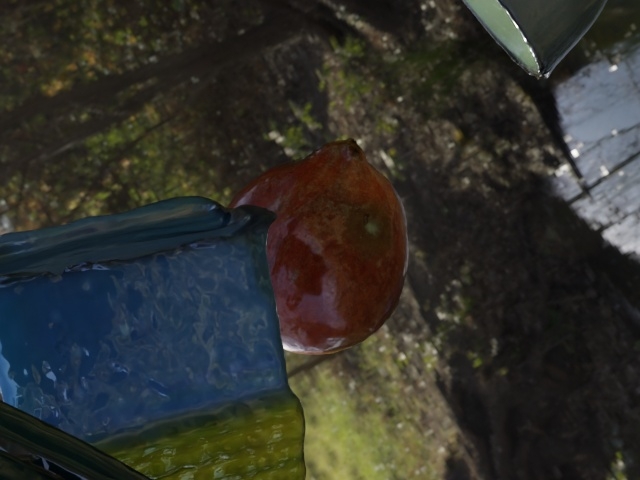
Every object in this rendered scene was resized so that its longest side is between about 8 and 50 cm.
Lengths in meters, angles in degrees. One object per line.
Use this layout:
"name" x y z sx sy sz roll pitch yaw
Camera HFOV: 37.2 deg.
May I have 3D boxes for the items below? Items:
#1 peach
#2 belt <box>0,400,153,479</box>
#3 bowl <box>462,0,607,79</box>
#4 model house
"peach" 0.000 0.000 1.121 0.232 0.232 0.256 53 139 44
"belt" -0.135 0.189 0.216 0.436 0.173 0.300 30 -146 -19
"bowl" 0.198 -0.363 1.005 0.354 0.185 0.354 49 -168 -14
"model house" -0.143 0.125 0.794 0.215 0.237 0.303 -174 72 -72
